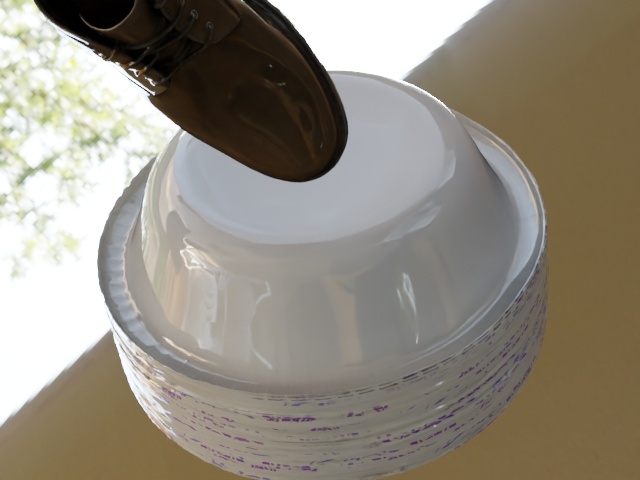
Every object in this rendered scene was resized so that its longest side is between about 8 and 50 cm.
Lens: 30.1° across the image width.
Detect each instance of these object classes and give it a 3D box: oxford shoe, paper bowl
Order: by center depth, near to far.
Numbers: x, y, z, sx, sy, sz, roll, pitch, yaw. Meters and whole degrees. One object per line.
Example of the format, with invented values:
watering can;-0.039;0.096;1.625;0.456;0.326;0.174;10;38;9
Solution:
oxford shoe;-0.076;-0.097;0.564;0.083;0.227;0.096;-43;-158;19
paper bowl;0.000;0.000;0.753;0.284;0.148;0.284;-5;-137;5
